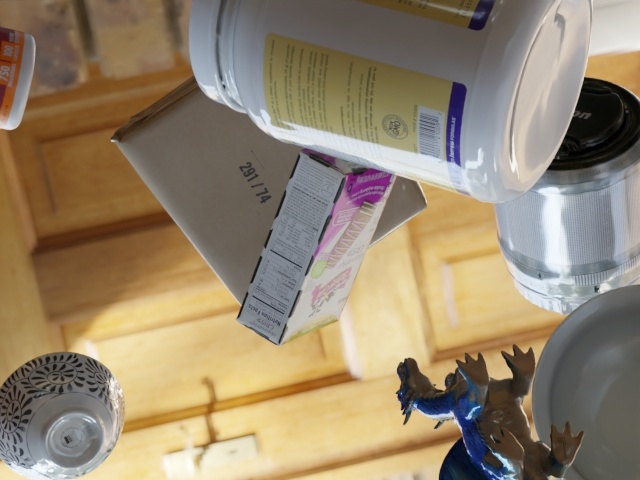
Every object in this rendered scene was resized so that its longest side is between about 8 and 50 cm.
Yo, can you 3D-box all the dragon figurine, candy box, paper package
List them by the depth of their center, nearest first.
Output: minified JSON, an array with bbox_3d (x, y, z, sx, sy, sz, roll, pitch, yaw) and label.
[{"bbox_3d":[0.152,0.189,1.170,0.144,0.085,0.289,103,149,-45],"label":"dragon figurine"},{"bbox_3d":[0.000,0.000,1.676,0.159,0.071,0.233,-18,-46,-60],"label":"candy box"},{"bbox_3d":[-0.063,-0.109,1.911,0.325,0.309,0.168,54,-171,-13],"label":"paper package"}]

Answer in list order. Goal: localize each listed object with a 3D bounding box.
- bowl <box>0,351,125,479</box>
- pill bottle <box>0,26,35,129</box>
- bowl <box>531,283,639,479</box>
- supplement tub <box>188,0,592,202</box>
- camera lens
[{"bbox_3d":[-0.306,0.227,1.668,0.080,0.170,0.170,33,137,62],"label":"bowl"},{"bbox_3d":[-0.322,-0.148,1.163,0.086,0.152,0.086,-170,90,-71],"label":"pill bottle"},{"bbox_3d":[0.418,0.213,1.763,0.134,0.298,0.297,62,-167,-71],"label":"bowl"},{"bbox_3d":[0.067,-0.188,1.325,0.241,0.331,0.241,-45,-35,-44],"label":"supplement tub"},{"bbox_3d":[0.341,-0.065,1.863,0.219,0.219,0.274,-108,3,-50],"label":"camera lens"}]
